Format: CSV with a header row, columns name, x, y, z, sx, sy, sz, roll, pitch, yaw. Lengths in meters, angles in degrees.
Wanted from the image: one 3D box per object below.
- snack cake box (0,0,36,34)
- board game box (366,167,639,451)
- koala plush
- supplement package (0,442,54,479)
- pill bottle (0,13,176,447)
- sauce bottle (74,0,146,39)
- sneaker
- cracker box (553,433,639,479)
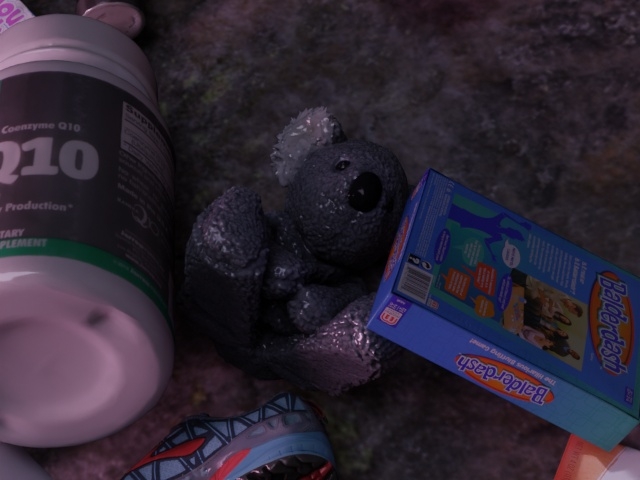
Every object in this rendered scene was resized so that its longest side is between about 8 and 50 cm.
name,x,y,z,sx,sy,sz,roll,pitch,yaw
snack cake box,-0.359,-0.192,1.383,0.152,0.089,0.264,-43,60,-4
board game box,0.152,0.050,1.028,0.210,0.047,0.160,27,41,-4
koala plush,0.000,0.000,1.129,0.196,0.203,0.221,32,63,-4
supplement package,-0.306,0.294,1.051,0.134,0.139,0.244,37,105,29
pill bottle,-0.225,-0.023,1.125,0.204,0.204,0.361,-18,42,9
sauce bottle,-0.245,-0.364,1.415,0.111,0.111,0.344,-18,60,9
sneaker,-0.104,0.210,1.117,0.262,0.104,0.125,-22,34,12
cracker box,0.271,0.252,0.973,0.232,0.067,0.155,17,71,24
